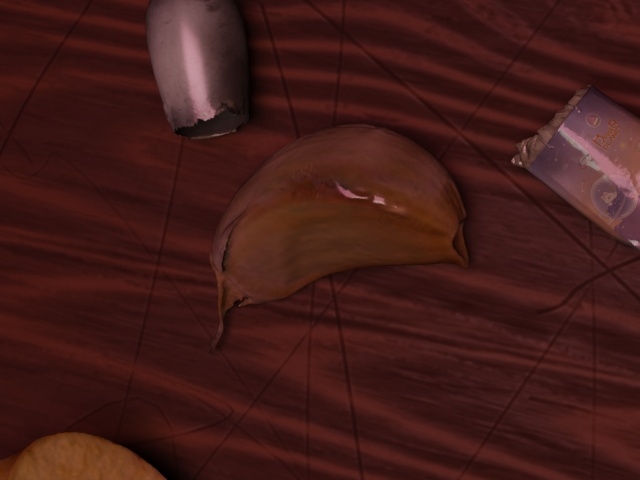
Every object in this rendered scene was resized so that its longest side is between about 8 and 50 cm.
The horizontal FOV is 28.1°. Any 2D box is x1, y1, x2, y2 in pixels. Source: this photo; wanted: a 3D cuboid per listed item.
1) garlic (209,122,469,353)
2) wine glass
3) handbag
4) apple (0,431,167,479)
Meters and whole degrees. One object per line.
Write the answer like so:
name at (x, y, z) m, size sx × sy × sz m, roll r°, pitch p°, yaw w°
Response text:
garlic at (-0.015, -0.009, 1.391) m, size 0.339 × 0.151 × 0.196 m, roll -20°, pitch 97°, yaw 16°
wine glass at (-0.138, -0.222, 1.436) m, size 0.111 × 0.111 × 0.204 m, roll -13°, pitch 83°, yaw 16°
handbag at (0.293, -0.080, 1.321) m, size 0.173 × 0.095 × 0.117 m, roll 37°, pitch 96°, yaw 10°
apple at (-0.280, 0.385, 1.406) m, size 0.314 × 0.252 × 0.309 m, roll -24°, pitch 71°, yaw 13°
